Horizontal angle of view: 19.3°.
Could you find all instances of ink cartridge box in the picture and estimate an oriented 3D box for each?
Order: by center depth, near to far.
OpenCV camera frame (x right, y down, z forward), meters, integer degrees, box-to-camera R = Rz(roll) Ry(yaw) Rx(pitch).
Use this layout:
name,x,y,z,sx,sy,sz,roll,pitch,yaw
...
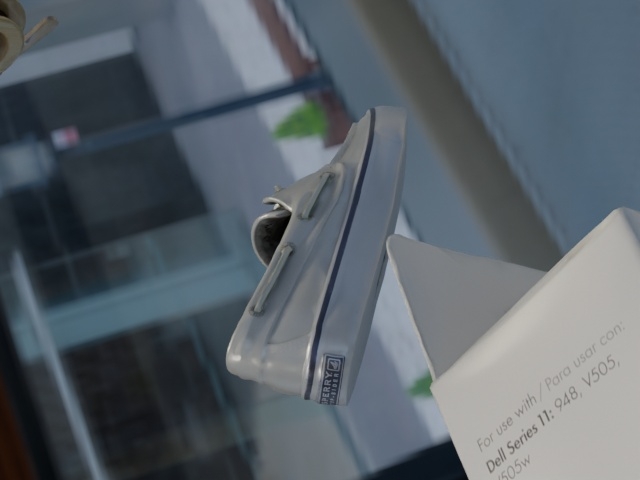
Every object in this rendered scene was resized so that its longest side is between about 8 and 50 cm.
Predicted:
name,x,y,z,sx,sy,sz,roll,pitch,yaw
ink cartridge box,0.180,0.116,0.716,0.119,0.207,0.353,-46,49,31

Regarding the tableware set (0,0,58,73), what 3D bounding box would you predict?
name,x,y,z,sx,sy,sz,roll,pitch,yaw
tableware set,-0.272,-0.095,1.258,0.128,0.194,0.039,21,-143,-59

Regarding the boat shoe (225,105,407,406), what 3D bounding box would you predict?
name,x,y,z,sx,sy,sz,roll,pitch,yaw
boat shoe,0.000,0.000,1.207,0.267,0.088,0.096,-74,-7,-45
